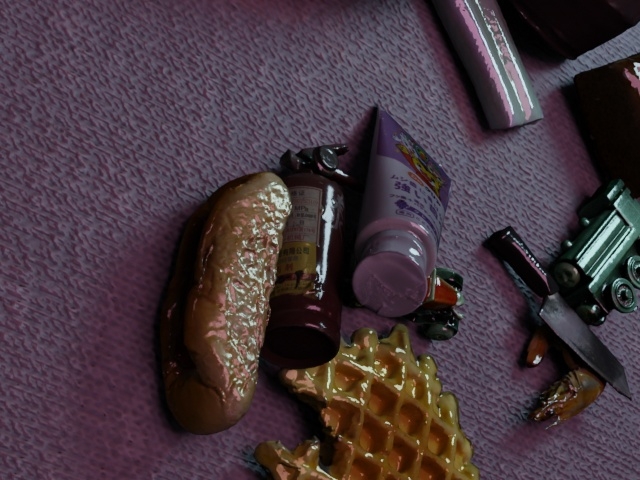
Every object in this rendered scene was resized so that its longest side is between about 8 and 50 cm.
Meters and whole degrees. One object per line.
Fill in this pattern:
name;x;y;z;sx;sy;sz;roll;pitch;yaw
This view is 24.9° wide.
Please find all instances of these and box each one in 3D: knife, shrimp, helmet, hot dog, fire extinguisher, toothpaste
knife;0.254;0.083;1.522;0.230;0.028;0.060;48;37;-8
shrimp;0.249;0.136;1.509;0.162;0.045;0.095;-28;94;-49
helmet;0.313;-0.364;1.641;0.225;0.177;0.305;31;54;-33
hot dog;-0.088;0.044;1.230;0.073;0.084;0.242;26;60;-27
fire extinguisher;-0.008;0.001;1.320;0.106;0.075;0.252;50;33;-44
toothpaste;0.079;-0.033;1.357;0.114;0.073;0.299;43;26;-15

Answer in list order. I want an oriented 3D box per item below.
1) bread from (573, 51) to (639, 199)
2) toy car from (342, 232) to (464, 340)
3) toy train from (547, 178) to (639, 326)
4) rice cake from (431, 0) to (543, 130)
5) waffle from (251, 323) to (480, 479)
bread;0.475;-0.174;1.771;0.416;0.113;0.165;-19;87;-42
toy car;0.084;0.044;1.396;0.143;0.054;0.073;24;61;-32
toy train;0.314;0.019;1.597;0.111;0.071;0.170;49;50;-5
rice cake;0.173;-0.221;1.574;0.080;0.042;0.222;-25;92;-48
waffle;0.055;0.204;1.316;0.250;0.056;0.261;-20;87;-43
